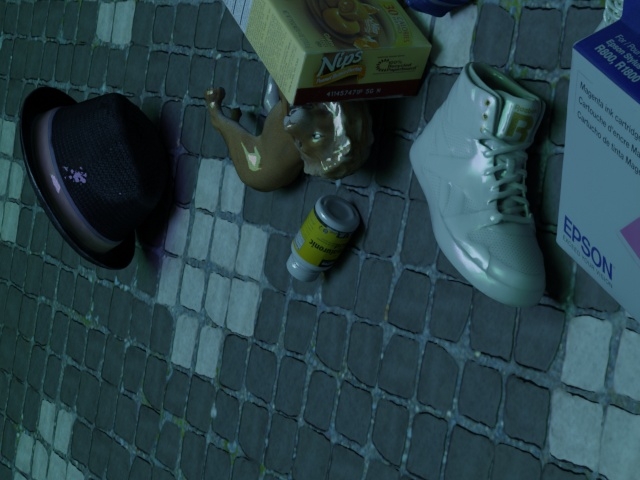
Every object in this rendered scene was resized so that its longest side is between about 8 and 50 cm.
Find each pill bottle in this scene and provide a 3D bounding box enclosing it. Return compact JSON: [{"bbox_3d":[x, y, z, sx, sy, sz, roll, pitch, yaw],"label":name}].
[{"bbox_3d":[0.000,0.000,2.034,0.116,0.065,0.065,-58,40,36],"label":"pill bottle"}]

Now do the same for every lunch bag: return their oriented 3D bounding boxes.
[{"bbox_3d":[0.148,-0.330,1.858,0.065,0.067,0.098,-21,65,54],"label":"lunch bag"}]

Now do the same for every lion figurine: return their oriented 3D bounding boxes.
[{"bbox_3d":[-0.042,-0.152,2.094,0.392,0.142,0.240,137,124,-64],"label":"lion figurine"}]

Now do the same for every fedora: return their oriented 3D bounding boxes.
[{"bbox_3d":[-0.347,-0.125,2.478,0.152,0.334,0.334,-27,57,18],"label":"fedora"}]

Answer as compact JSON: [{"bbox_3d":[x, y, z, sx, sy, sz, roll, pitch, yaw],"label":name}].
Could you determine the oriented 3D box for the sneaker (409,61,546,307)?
[{"bbox_3d":[0.196,-0.076,1.698,0.169,0.108,0.292,-62,37,35],"label":"sneaker"}]

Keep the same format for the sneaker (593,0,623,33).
[{"bbox_3d":[0.326,-0.245,1.537,0.258,0.091,0.094,-55,42,37],"label":"sneaker"}]

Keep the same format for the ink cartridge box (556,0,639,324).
[{"bbox_3d":[0.333,-0.051,1.400,0.324,0.071,0.330,-128,27,-49],"label":"ink cartridge box"}]

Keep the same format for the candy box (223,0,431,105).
[{"bbox_3d":[-0.011,-0.305,1.969,0.316,0.183,0.087,58,143,40],"label":"candy box"}]
